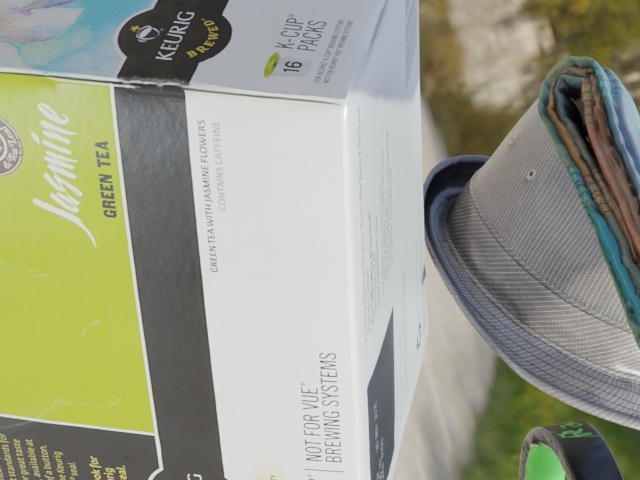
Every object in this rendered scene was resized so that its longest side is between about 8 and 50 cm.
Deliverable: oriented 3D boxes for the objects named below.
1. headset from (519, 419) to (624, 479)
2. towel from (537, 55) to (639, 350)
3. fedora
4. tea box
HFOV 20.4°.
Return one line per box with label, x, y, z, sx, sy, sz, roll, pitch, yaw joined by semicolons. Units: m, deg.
headset;0.239;0.374;1.696;0.243;0.185;0.394;138;-59;-78
towel;0.258;0.078;0.827;0.370;0.040;0.271;36;21;-24
fedora;0.192;-0.009;1.158;0.275;0.244;0.124;-96;-151;-60
tea box;-0.113;-0.016;0.994;0.220;0.324;0.329;-72;165;-49
